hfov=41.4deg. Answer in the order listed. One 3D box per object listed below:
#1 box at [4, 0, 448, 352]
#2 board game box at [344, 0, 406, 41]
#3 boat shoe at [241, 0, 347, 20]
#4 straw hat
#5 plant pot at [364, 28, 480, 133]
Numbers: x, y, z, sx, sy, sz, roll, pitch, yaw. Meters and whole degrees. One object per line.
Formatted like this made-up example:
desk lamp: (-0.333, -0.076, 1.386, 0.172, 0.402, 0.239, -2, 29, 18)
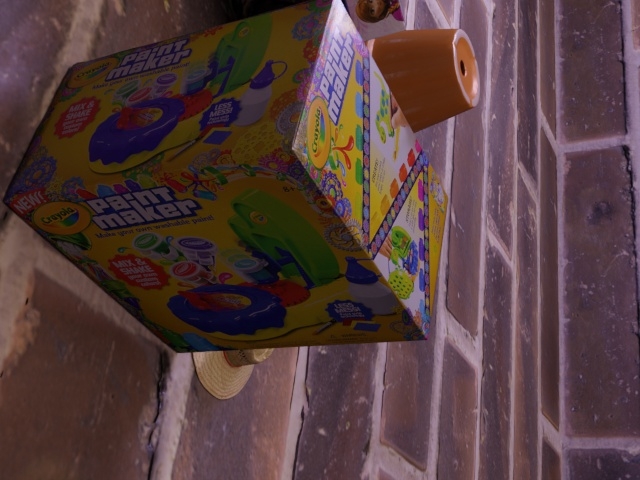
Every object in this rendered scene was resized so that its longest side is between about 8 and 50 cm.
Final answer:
box: (-0.069, -0.040, 0.796, 0.279, 0.290, 0.177, 53, 40, -43)
board game box: (0.030, -0.439, 1.051, 0.318, 0.066, 0.318, -84, 158, -64)
boat shoe: (-0.056, -0.282, 1.090, 0.130, 0.132, 0.355, 64, 22, -13)
straw hat: (-0.084, 0.111, 0.979, 0.144, 0.061, 0.144, 24, 62, -58)
plant pot: (0.153, -0.263, 1.394, 0.205, 0.188, 0.205, 25, 62, -59)
